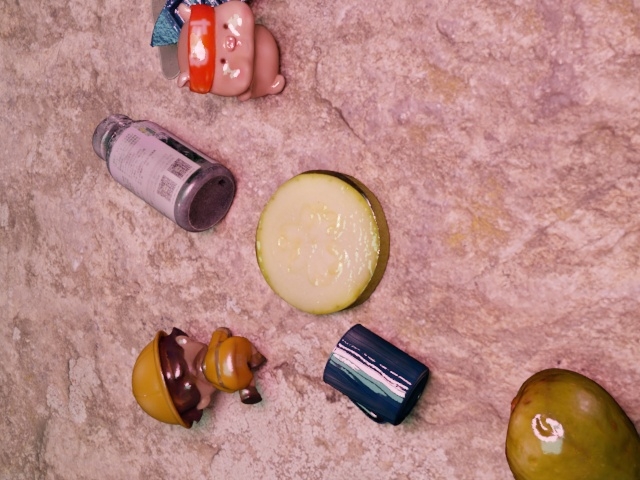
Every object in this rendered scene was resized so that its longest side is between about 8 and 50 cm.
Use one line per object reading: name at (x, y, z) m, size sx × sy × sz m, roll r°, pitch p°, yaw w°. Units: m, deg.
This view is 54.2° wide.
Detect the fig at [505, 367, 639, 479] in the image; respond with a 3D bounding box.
fig at (0.338, 0.271, 0.835) m, size 0.191 × 0.181 × 0.181 m, roll 25°, pitch 106°, yaw 8°

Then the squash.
squash at (0.000, 0.000, 1.093) m, size 0.252 × 0.049 × 0.252 m, roll 0°, pitch 91°, yaw 31°

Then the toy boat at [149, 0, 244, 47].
toy boat at (-0.196, -0.447, 1.141) m, size 0.299 × 0.062 × 0.096 m, roll -33°, pitch 103°, yaw 19°

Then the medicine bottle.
medicine bottle at (-0.311, -0.141, 1.206) m, size 0.293 × 0.141 × 0.141 m, roll 32°, pitch 108°, yaw 24°

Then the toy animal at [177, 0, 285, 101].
toy animal at (-0.161, -0.325, 1.077) m, size 0.171 × 0.197 × 0.171 m, roll 4°, pitch 98°, yaw 34°

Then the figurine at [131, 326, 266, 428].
figurine at (-0.239, 0.248, 1.174) m, size 0.256 × 0.167 × 0.192 m, roll -24°, pitch 68°, yaw 27°

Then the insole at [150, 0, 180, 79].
insole at (-0.313, -0.442, 1.270) m, size 0.080 × 0.003 × 0.232 m, roll -4°, pitch 90°, yaw 30°

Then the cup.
cup at (0.095, 0.225, 1.025) m, size 0.138 × 0.150 × 0.113 m, roll 29°, pitch 72°, yaw 24°
